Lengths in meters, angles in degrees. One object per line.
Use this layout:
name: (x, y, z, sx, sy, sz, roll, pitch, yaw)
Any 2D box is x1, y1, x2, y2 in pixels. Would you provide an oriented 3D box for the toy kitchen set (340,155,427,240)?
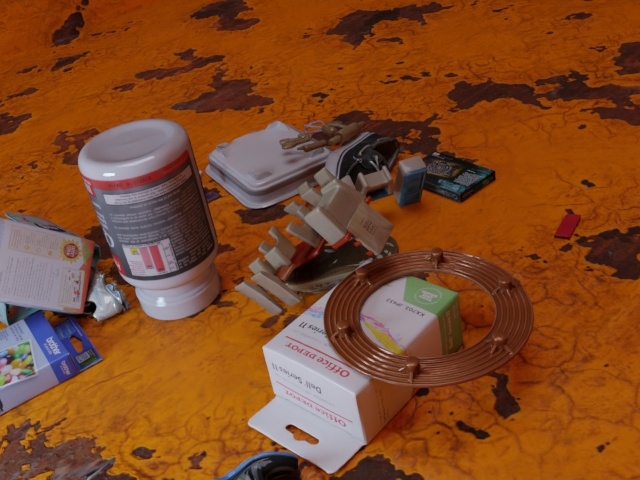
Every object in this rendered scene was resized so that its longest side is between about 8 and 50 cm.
toy kitchen set: (0.147, -0.060, 1.683, 0.207, 0.122, 0.166, -17, 60, -12)

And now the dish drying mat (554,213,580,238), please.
dish drying mat: (0.504, -0.029, 1.586, 0.032, 0.008, 0.083, 10, 40, 31)

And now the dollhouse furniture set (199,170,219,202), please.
dollhouse furniture set: (-0.328, -0.141, 1.947, 0.091, 0.081, 0.114, -31, 37, -27)

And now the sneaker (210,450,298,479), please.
sneaker: (-0.113, 0.371, 1.137, 0.188, 0.067, 0.078, -24, 56, -22)

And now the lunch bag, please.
lunch bag: (-0.644, 0.041, 1.704, 0.223, 0.160, 0.262, 19, 40, 36)

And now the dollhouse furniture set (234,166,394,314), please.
dollhouse furniture set: (0.000, 0.000, 1.419, 0.259, 0.135, 0.262, -32, 24, 56)

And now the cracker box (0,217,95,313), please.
cracker box: (-0.579, 0.052, 1.549, 0.067, 0.232, 0.155, -9, 69, 46)

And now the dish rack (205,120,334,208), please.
dish rack: (-0.128, -0.212, 2.006, 0.285, 0.072, 0.333, -27, 35, -20)

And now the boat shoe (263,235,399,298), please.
boat shoe: (0.019, 0.063, 1.542, 0.285, 0.089, 0.104, -8, 48, 11)

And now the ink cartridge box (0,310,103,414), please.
ink cartridge box: (-0.593, 0.240, 1.478, 0.311, 0.065, 0.186, -26, 36, -24)

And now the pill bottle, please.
pill bottle: (-0.319, -0.035, 1.526, 0.210, 0.363, 0.210, -8, 33, 5)

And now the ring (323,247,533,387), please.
ring: (0.170, 0.107, 1.252, 0.336, 0.032, 0.336, -6, 35, 4)

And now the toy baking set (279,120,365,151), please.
toy baking set: (0.009, -0.272, 1.937, 0.197, 0.030, 0.256, 6, 27, 37)

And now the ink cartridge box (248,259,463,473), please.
ink cartridge box: (0.053, 0.193, 1.287, 0.207, 0.119, 0.353, 20, 44, 37)

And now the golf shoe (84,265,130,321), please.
golf shoe: (-0.477, 0.111, 1.632, 0.086, 0.069, 0.176, -36, 39, -24)

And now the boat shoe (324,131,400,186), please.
boat shoe: (0.102, -0.177, 1.830, 0.119, 0.121, 0.335, -1, 32, 24)

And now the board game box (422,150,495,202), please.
board game box: (0.296, -0.151, 1.819, 0.126, 0.026, 0.186, -32, 38, -28)
